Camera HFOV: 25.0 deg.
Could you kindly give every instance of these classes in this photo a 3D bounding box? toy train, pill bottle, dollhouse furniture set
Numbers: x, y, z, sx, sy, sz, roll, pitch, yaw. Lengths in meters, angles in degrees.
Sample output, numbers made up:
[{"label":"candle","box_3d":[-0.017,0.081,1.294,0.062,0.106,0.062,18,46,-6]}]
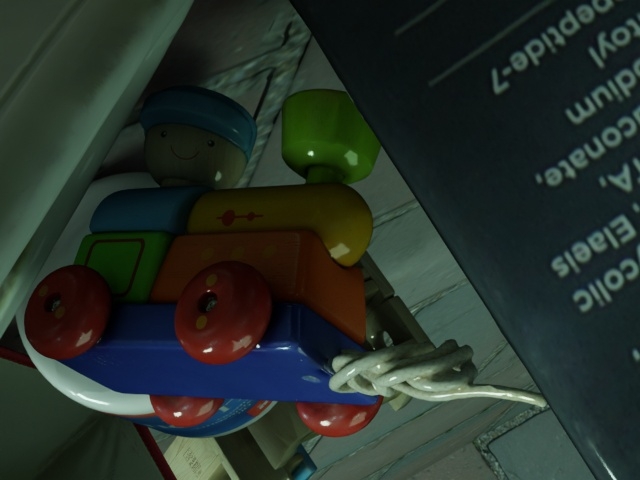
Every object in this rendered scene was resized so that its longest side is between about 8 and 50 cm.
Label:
[{"label":"toy train","box_3d":[0.000,0.000,0.603,0.248,0.143,0.105,-2,153,37]},{"label":"pill bottle","box_3d":[-0.076,0.046,0.808,0.124,0.124,0.221,-33,165,2]},{"label":"dollhouse furniture set","box_3d":[-0.032,0.103,1.043,0.129,0.129,0.183,-20,157,-39]}]

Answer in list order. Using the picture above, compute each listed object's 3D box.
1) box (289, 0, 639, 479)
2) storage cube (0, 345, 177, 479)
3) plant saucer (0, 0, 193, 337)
[{"label":"box","box_3d":[0.228,-0.013,0.572,0.297,0.471,0.480,-35,164,8]},{"label":"storage cube","box_3d":[-0.189,0.190,0.793,0.193,0.183,0.215,-43,146,10]},{"label":"plant saucer","box_3d":[-0.178,0.052,0.484,0.400,0.100,0.400,-58,-172,13]}]
